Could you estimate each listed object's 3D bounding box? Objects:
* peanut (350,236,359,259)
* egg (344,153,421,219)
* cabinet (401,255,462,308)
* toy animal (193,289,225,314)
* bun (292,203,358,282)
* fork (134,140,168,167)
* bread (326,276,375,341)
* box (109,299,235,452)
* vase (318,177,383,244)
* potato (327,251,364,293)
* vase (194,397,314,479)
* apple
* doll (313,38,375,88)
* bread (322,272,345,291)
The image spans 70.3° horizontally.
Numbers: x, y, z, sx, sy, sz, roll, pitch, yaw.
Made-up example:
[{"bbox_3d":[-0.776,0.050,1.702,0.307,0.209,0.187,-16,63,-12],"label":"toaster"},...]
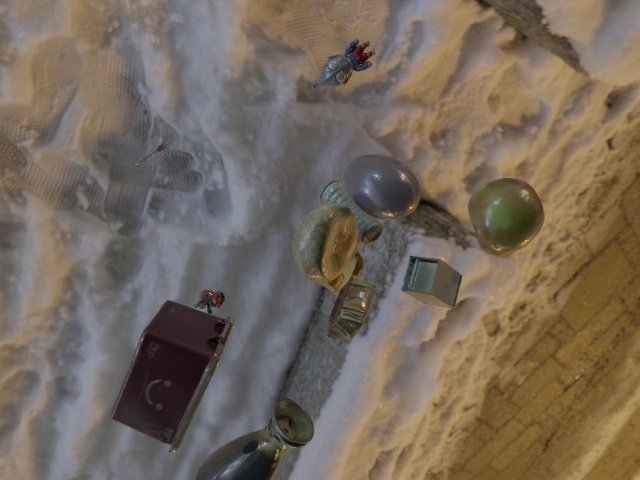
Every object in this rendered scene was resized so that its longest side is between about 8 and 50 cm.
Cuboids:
[{"bbox_3d":[0.083,0.004,1.696,0.109,0.140,0.159,-2,116,23],"label":"peanut"},{"bbox_3d":[0.145,-0.130,1.086,0.146,0.198,0.146,-44,157,-24],"label":"egg"},{"bbox_3d":[0.441,0.166,1.815,0.206,0.150,0.145,30,73,-44],"label":"cabinet"},{"bbox_3d":[-0.445,0.246,1.805,0.103,0.208,0.100,-39,93,0],"label":"toy animal"},{"bbox_3d":[0.000,0.000,1.120,0.222,0.127,0.222,-39,139,-45],"label":"bun"},{"bbox_3d":[-0.455,-0.233,1.225,0.115,0.012,0.016,-38,82,2],"label":"fork"},{"bbox_3d":[0.100,0.246,1.627,0.109,0.210,0.192,26,143,0],"label":"bread"},{"bbox_3d":[-0.324,0.285,1.002,0.167,0.193,0.294,25,107,-6],"label":"box"},{"bbox_3d":[0.130,-0.117,1.892,0.143,0.299,0.143,-26,144,-21],"label":"vase"},{"bbox_3d":[0.103,0.129,1.814,0.081,0.164,0.200,25,115,-35],"label":"potato"},{"bbox_3d":[-0.158,0.537,1.125,0.173,0.173,0.321,28,116,-32],"label":"vase"},{"bbox_3d":[0.778,-0.104,1.914,0.277,0.319,0.319,-19,126,15],"label":"apple"},{"bbox_3d":[0.068,-0.550,1.449,0.227,0.075,0.102,-25,107,24],"label":"doll"},{"bbox_3d":[0.012,0.103,1.446,0.073,0.149,0.122,-58,143,-11],"label":"bread"}]
